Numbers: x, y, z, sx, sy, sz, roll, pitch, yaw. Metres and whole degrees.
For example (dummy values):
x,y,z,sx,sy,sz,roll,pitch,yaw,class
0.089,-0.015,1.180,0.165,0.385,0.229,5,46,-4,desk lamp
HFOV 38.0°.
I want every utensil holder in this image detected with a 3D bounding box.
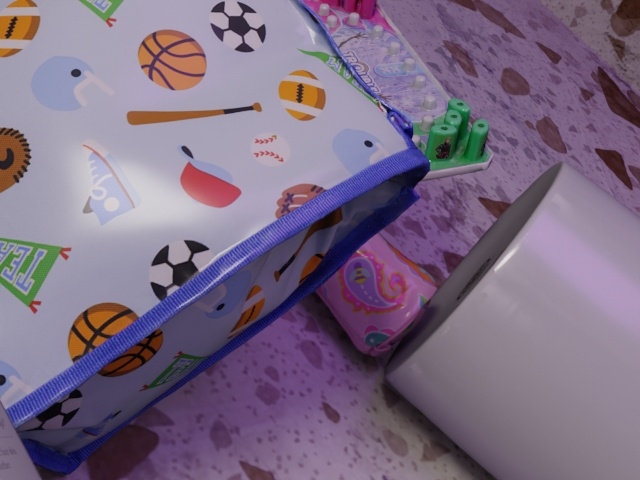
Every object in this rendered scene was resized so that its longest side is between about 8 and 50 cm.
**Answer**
x,y,z,sx,sy,sz,roll,pitch,yaw,class
0.307,0.152,0.989,0.385,0.328,0.327,39,35,3,utensil holder

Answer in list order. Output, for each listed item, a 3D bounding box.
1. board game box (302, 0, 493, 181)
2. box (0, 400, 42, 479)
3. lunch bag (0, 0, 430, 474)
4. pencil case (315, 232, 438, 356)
x,y,z,sx,sy,sz,roll,pitch,yaw,class
-0.056,-0.188,1.054,0.389,0.050,0.390,-11,44,-16,board game box
-0.227,0.185,0.455,0.345,0.168,0.215,59,-6,9,box
-0.152,-0.060,0.744,0.385,0.239,0.328,-38,77,-8,lunch bag
0.000,0.000,1.043,0.284,0.124,0.124,44,36,6,pencil case
